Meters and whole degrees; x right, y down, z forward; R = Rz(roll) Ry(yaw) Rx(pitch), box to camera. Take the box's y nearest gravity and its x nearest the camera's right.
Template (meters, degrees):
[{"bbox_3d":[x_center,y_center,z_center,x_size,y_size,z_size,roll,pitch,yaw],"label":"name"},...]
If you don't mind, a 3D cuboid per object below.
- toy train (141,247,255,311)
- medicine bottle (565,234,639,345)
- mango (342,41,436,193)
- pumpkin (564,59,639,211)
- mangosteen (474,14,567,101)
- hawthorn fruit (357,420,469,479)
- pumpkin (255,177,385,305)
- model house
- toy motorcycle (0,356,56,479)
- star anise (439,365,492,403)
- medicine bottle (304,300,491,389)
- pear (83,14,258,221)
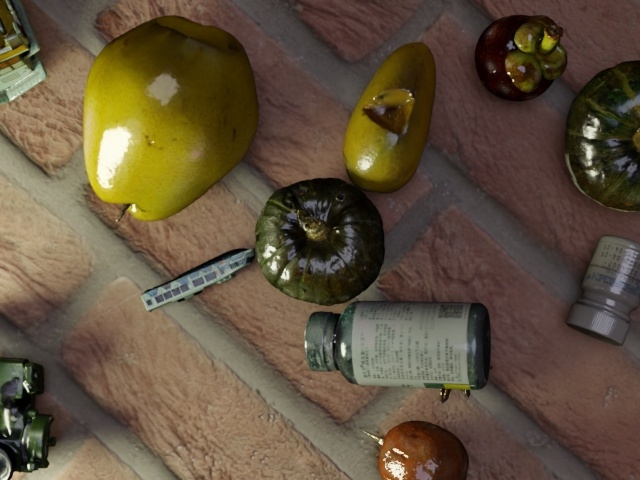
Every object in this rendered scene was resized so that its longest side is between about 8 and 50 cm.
[{"bbox_3d":[-0.203,0.064,1.698,0.208,0.043,0.047,-24,89,-3],"label":"toy train"},{"bbox_3d":[0.492,0.083,1.678,0.105,0.105,0.168,24,85,1],"label":"medicine bottle"},{"bbox_3d":[0.122,-0.205,1.674,0.130,0.167,0.261,18,82,-14],"label":"mango"},{"bbox_3d":[0.535,-0.179,1.668,0.260,0.189,0.260,1,108,4],"label":"pumpkin"},{"bbox_3d":[0.353,-0.308,1.672,0.146,0.181,0.155,21,72,-43],"label":"mangosteen"},{"bbox_3d":[0.154,0.360,1.631,0.189,0.149,0.149,34,86,-2],"label":"hawthorn fruit"},{"bbox_3d":[0.000,0.000,1.651,0.224,0.157,0.223,-1,75,3],"label":"pumpkin"},{"bbox_3d":[-0.583,-0.353,1.638,0.198,0.215,0.224,-25,86,-6],"label":"model house"},{"bbox_3d":[-0.539,0.261,1.637,0.205,0.127,0.275,4,89,2],"label":"toy motorcycle"},{"bbox_3d":[0.220,0.211,1.688,0.141,0.042,0.141,-4,75,16],"label":"star anise"},{"bbox_3d":[0.125,0.169,1.628,0.293,0.141,0.141,1,85,16],"label":"medicine bottle"},{"bbox_3d":[-0.240,-0.193,1.612,0.285,0.285,0.336,-1,101,-1],"label":"pear"}]
